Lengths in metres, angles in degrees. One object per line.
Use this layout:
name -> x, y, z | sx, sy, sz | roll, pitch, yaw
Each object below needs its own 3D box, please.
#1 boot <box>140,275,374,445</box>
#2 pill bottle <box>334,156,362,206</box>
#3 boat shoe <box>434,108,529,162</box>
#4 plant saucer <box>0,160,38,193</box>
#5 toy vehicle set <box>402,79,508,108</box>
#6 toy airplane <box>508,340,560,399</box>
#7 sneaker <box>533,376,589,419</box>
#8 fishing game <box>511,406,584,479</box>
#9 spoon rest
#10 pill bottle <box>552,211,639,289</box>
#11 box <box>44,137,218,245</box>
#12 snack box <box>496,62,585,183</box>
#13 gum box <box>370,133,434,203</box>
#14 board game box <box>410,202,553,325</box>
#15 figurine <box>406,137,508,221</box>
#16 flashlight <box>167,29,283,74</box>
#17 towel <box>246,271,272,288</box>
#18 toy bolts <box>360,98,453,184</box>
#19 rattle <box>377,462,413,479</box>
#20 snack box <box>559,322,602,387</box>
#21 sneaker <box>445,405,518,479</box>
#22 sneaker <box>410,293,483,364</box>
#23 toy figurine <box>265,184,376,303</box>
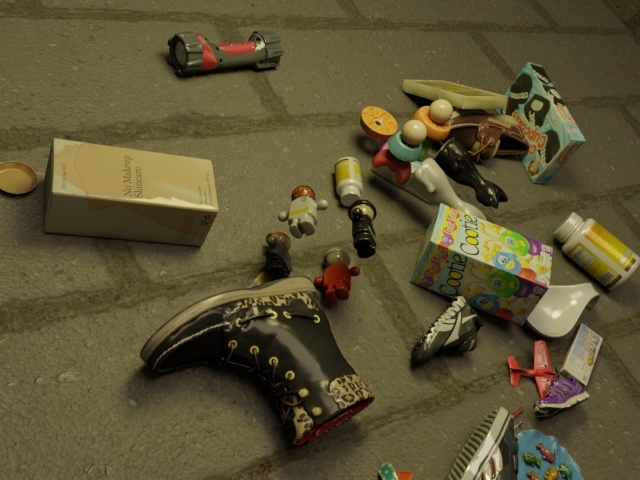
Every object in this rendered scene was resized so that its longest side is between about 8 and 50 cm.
boot -> -0.098, 0.229, 1.325 | 0.377, 0.138, 0.284 | -14, 61, -42
pill bottle -> 0.068, -0.140, 1.782 | 0.065, 0.065, 0.116 | 13, 47, -19
boat shoe -> 0.458, -0.286, 2.093 | 0.342, 0.123, 0.123 | -1, 52, -37
plant saucer -> -0.590, -0.118, 1.432 | 0.083, 0.015, 0.083 | 16, 47, -18
toy vehicle set -> 0.380, -0.419, 2.122 | 0.166, 0.035, 0.267 | -7, 23, -32
toy airplane -> 0.474, 0.296, 1.653 | 0.151, 0.028, 0.151 | 11, 64, -24
sneaker -> 0.509, 0.338, 1.610 | 0.170, 0.068, 0.071 | -7, 61, -42
fishing game -> 0.461, 0.463, 1.496 | 0.189, 0.041, 0.264 | -20, 64, -42
spoon rest -> 0.589, 0.155, 1.803 | 0.276, 0.084, 0.137 | -14, 60, -38
pill bottle -> 0.727, 0.023, 1.971 | 0.215, 0.117, 0.117 | 41, 45, 8
box -> -0.371, -0.090, 1.453 | 0.311, 0.121, 0.148 | 5, 51, -26
snack box -> 0.640, -0.347, 2.194 | 0.060, 0.187, 0.322 | 4, 50, -26
gum box -> 0.227, -0.190, 1.916 | 0.188, 0.062, 0.107 | 30, 44, -3
board game box -> 0.367, 0.053, 1.695 | 0.275, 0.142, 0.144 | 21, 44, 2
figurine -> 0.342, -0.127, 1.818 | 0.209, 0.092, 0.215 | 43, 46, 8
flashlight -> -0.237, -0.489, 1.892 | 0.304, 0.103, 0.103 | -20, 61, -38
towel -> -0.115, 0.101, 1.510 | 0.060, 0.009, 0.083 | 39, 44, 5
toy bolts -> 0.205, -0.278, 1.821 | 0.218, 0.158, 0.228 | 30, 45, -2
rattle -> 0.132, 0.446, 1.261 | 0.130, 0.142, 0.199 | 24, 48, 17
snack box -> 0.620, 0.271, 1.763 | 0.064, 0.022, 0.178 | 37, 44, 6
sneaker -> 0.301, 0.453, 1.357 | 0.127, 0.126, 0.321 | 37, 50, 6
sneaker -> 0.282, 0.207, 1.591 | 0.106, 0.078, 0.234 | 41, 43, 12
toy figurine -> 0.000, 0.000, 1.523 | 0.210, 0.213, 0.148 | 17, 37, -12
